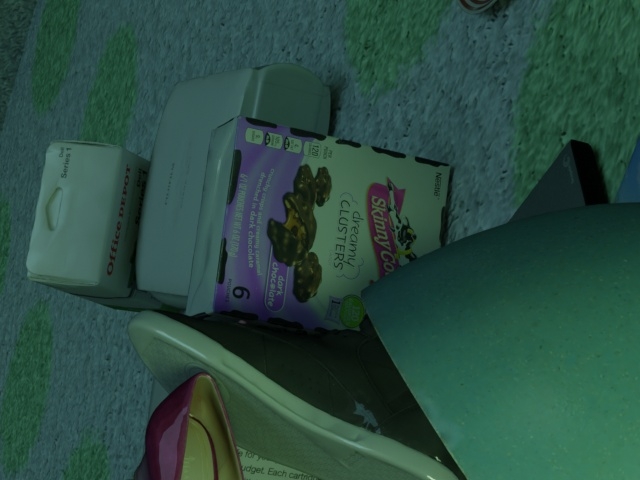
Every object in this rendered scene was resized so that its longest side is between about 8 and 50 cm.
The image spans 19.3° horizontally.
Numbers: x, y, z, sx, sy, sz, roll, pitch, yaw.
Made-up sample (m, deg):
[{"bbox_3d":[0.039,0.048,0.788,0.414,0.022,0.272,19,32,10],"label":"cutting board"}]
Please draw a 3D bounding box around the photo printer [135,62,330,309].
[{"bbox_3d":[-0.103,-0.050,1.955,0.307,0.107,0.256,-176,97,-68],"label":"photo printer"}]

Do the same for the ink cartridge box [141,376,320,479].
[{"bbox_3d":[-0.043,0.223,1.535,0.117,0.201,0.278,152,127,-68],"label":"ink cartridge box"}]

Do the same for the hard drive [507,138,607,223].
[{"bbox_3d":[0.166,0.004,1.373,0.135,0.022,0.094,123,150,-43],"label":"hard drive"}]

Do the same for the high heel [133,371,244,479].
[{"bbox_3d":[-0.069,0.216,1.353,0.117,0.082,0.244,-62,35,37],"label":"high heel"}]

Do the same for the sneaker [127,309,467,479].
[{"bbox_3d":[0.004,0.093,1.436,0.147,0.296,0.104,-55,-22,-31],"label":"sneaker"}]

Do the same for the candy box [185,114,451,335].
[{"bbox_3d":[0.000,0.000,1.551,0.070,0.196,0.165,161,118,-65],"label":"candy box"}]

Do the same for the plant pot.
[{"bbox_3d":[0.183,0.091,1.010,0.195,0.290,0.290,-35,31,5],"label":"plant pot"}]

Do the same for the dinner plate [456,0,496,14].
[{"bbox_3d":[0.148,-0.255,1.562,0.141,0.017,0.141,-168,90,-68],"label":"dinner plate"}]

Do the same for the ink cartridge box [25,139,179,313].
[{"bbox_3d":[-0.230,-0.011,2.109,0.219,0.092,0.160,27,-110,-69],"label":"ink cartridge box"}]

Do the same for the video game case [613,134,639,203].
[{"bbox_3d":[0.230,0.035,1.198,0.212,0.023,0.193,-126,51,-62],"label":"video game case"}]

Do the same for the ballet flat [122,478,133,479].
[{"bbox_3d":[-0.255,0.425,2.058,0.139,0.139,0.400,-123,48,-61],"label":"ballet flat"}]
